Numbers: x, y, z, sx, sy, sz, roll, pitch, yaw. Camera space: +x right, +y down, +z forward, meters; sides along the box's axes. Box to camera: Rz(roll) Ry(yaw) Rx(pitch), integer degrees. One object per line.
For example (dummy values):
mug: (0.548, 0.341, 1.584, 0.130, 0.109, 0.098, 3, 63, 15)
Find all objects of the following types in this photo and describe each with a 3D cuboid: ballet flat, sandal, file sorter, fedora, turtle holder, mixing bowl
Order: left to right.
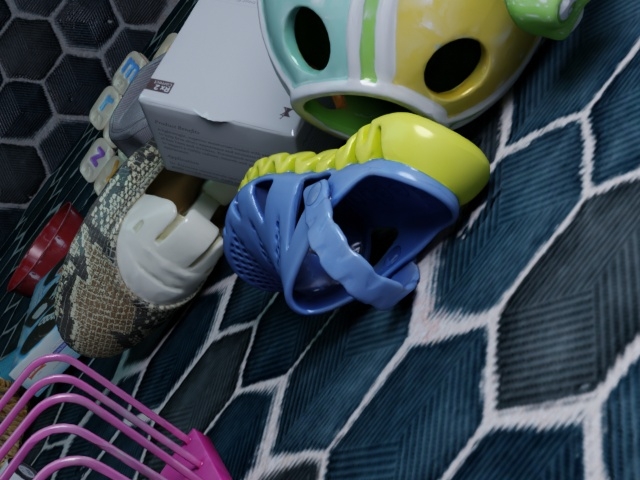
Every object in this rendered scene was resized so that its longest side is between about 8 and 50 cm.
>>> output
mixing bowl: (-0.433, 0.037, 2.128, 0.181, 0.098, 0.181, -47, 18, 20)
file sorter: (-0.190, 0.231, 0.978, 0.202, 0.182, 0.290, -54, 17, -1)
fedora: (-0.207, -0.175, 1.799, 0.275, 0.124, 0.244, -26, 45, 37)
ballet flat: (-0.128, -0.070, 1.462, 0.483, 0.164, 0.182, -55, 27, -16)
sandal: (0.000, 0.000, 1.034, 0.317, 0.126, 0.138, -25, 37, 60)
turtle holder: (0.095, -0.199, 1.043, 0.320, 0.243, 0.227, 9, 74, 27)

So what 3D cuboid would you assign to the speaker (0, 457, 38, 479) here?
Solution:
speaker: (-0.397, 0.333, 1.542, 0.136, 0.055, 0.055, -53, 17, 3)

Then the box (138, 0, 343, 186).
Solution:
box: (-0.064, -0.157, 1.344, 0.119, 0.181, 0.182, 76, -146, -54)

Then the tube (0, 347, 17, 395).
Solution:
tube: (-0.466, 0.183, 2.032, 0.207, 0.052, 0.080, -41, 25, 18)

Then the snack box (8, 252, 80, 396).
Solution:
snack box: (-0.361, 0.083, 1.888, 0.187, 0.060, 0.322, -44, 19, 10)

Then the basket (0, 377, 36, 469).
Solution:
basket: (-0.573, 0.311, 1.780, 0.299, 0.213, 0.223, -49, 19, 14)

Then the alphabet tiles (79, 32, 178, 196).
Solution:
alphabet tiles: (-0.265, -0.175, 1.979, 0.278, 0.021, 0.284, -54, 48, 13)
